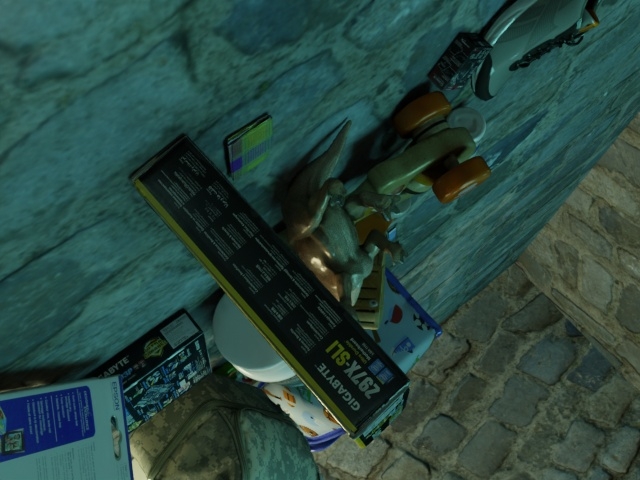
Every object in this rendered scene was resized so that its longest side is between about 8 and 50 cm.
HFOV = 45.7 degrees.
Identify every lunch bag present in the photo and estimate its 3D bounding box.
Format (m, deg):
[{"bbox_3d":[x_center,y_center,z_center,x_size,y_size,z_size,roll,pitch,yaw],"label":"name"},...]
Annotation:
[{"bbox_3d":[-0.150,0.400,1.372,0.213,0.256,0.305,-50,144,3],"label":"lunch bag"},{"bbox_3d":[0.041,0.284,1.690,0.327,0.239,0.385,-38,176,-31],"label":"lunch bag"}]

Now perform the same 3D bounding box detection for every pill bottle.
[{"bbox_3d":[-0.067,0.152,1.234,0.161,0.161,0.283,-41,164,-1],"label":"pill bottle"},{"bbox_3d":[0.233,-0.165,1.273,0.067,0.067,0.120,-37,163,-15],"label":"pill bottle"}]

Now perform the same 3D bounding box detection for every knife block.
[{"bbox_3d":[0.066,0.104,1.316,0.276,0.088,0.242,-81,171,-45],"label":"knife block"}]

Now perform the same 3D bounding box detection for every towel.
[{"bbox_3d":[-0.077,-0.102,0.832,0.060,0.009,0.083,-37,164,-18],"label":"towel"}]

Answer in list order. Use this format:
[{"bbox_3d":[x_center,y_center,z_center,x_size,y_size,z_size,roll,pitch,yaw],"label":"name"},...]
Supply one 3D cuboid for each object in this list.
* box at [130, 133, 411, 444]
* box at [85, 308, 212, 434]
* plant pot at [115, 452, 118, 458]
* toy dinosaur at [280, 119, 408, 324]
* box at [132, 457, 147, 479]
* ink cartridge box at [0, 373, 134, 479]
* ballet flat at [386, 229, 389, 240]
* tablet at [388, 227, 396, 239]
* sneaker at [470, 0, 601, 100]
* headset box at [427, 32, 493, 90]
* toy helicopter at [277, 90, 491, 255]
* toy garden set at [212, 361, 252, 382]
[{"bbox_3d":[-0.040,0.068,0.796,0.079,0.322,0.257,-41,164,-6],"label":"box"},{"bbox_3d":[-0.252,0.206,1.148,0.175,0.051,0.220,-36,163,-18],"label":"box"},{"bbox_3d":[-0.362,0.349,1.077,0.165,0.166,0.234,-30,157,-34],"label":"plant pot"},{"bbox_3d":[0.000,0.000,1.002,0.127,0.296,0.200,-18,-167,-35],"label":"toy dinosaur"},{"bbox_3d":[-0.350,0.505,1.587,0.275,0.113,0.094,-47,164,22],"label":"box"},{"bbox_3d":[-0.338,0.252,0.865,0.065,0.166,0.332,-12,171,20],"label":"ink cartridge box"},{"bbox_3d":[0.102,-0.032,1.347,0.057,0.049,0.173,-42,164,-2],"label":"ballet flat"},{"bbox_3d":[0.124,0.007,1.576,0.083,0.006,0.054,-39,163,-11],"label":"tablet"},{"bbox_3d":[0.308,-0.294,1.048,0.100,0.108,0.271,-22,156,-53],"label":"sneaker"},{"bbox_3d":[0.190,-0.241,1.042,0.062,0.032,0.083,-19,153,-52],"label":"headset box"},{"bbox_3d":[0.071,-0.061,1.137,0.355,0.140,0.235,-30,172,-2],"label":"toy helicopter"},{"bbox_3d":[-0.177,0.305,1.576,0.203,0.049,0.244,-34,162,-25],"label":"toy garden set"}]
